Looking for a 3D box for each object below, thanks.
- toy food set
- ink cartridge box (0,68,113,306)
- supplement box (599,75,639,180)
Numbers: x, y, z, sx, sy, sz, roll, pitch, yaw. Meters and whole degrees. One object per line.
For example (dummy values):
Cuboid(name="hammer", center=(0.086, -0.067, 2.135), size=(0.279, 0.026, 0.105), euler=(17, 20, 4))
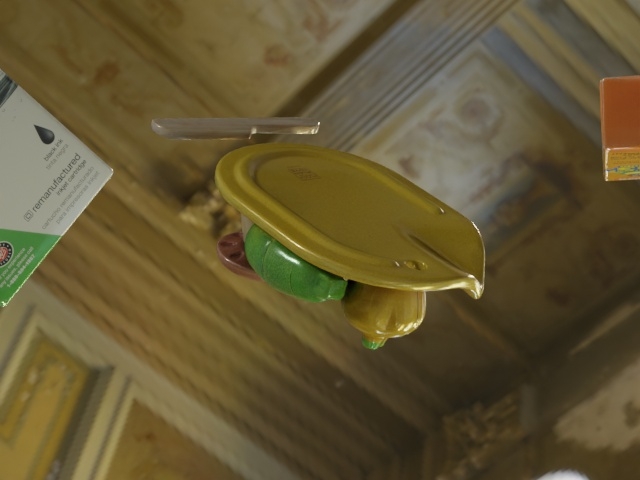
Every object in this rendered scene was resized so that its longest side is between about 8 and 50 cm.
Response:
Cuboid(name="toy food set", center=(0.000, 0.000, 0.834), size=(0.128, 0.071, 0.218), euler=(-8, -148, -38))
Cuboid(name="ink cartridge box", center=(-0.299, -0.070, 1.156), size=(0.208, 0.153, 0.087), euler=(43, 169, -32))
Cuboid(name="supplement box", center=(0.338, -0.116, 1.518), size=(0.233, 0.078, 0.080), euler=(18, -110, -77))
